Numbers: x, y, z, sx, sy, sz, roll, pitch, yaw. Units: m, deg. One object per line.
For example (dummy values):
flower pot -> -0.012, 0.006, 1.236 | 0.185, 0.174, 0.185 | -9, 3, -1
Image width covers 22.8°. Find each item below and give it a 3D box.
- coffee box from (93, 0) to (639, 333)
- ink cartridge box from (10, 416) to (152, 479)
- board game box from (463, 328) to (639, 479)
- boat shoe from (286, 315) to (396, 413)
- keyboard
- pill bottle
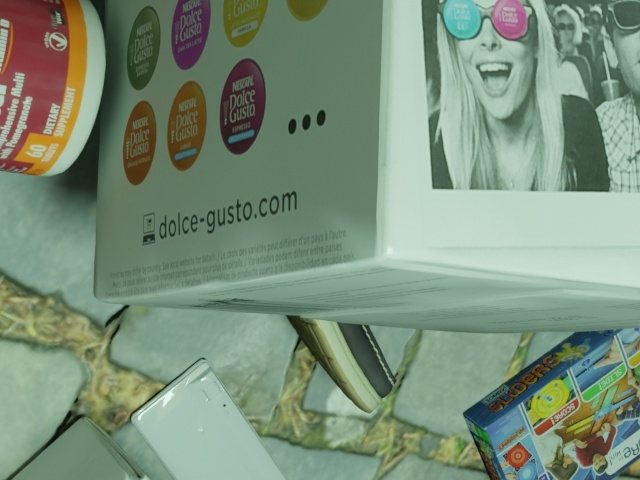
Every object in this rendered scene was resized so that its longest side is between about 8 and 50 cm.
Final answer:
coffee box -> 0.087, -0.124, 0.947 | 0.338, 0.338, 0.334 | 6, 82, -31
ink cartridge box -> -0.151, 0.296, 1.158 | 0.201, 0.117, 0.278 | -42, 124, -10
board game box -> 0.230, 0.149, 1.373 | 0.201, 0.035, 0.136 | -33, 121, -15
boat shoe -> 0.000, 0.000, 1.145 | 0.092, 0.103, 0.285 | -33, 116, -10
keyboard -> -0.058, 0.203, 1.243 | 0.072, 0.014, 0.256 | -36, 122, -8
pill bottle -> -0.251, -0.110, 0.943 | 0.221, 0.121, 0.121 | 7, 104, -32
